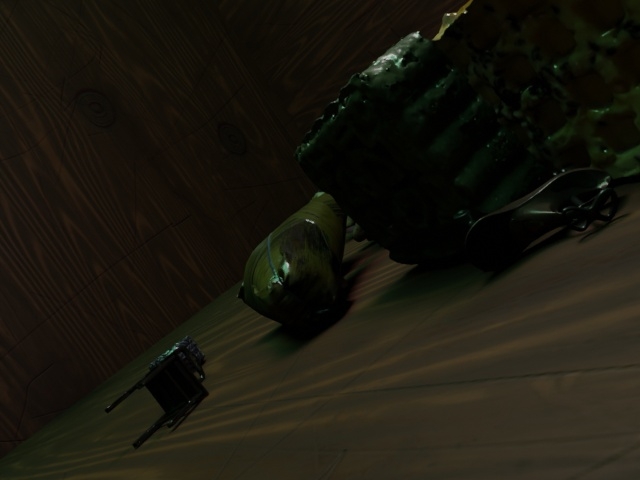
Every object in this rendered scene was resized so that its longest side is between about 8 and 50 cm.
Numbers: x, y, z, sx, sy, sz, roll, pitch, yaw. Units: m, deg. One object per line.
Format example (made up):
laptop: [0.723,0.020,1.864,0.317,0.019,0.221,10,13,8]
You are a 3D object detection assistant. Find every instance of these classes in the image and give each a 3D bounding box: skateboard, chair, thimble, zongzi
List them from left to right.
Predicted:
thimble: [-0.296,0.252,1.185,0.104,0.066,0.095,-37,3,0]
chair: [-0.223,0.218,0.910,0.101,0.084,0.212,-35,3,28]
zongzi: [0.000,0.000,0.932,0.300,0.138,0.286,-53,10,-12]
skateboard: [0.207,-0.021,0.543,0.152,0.067,0.080,-29,14,13]

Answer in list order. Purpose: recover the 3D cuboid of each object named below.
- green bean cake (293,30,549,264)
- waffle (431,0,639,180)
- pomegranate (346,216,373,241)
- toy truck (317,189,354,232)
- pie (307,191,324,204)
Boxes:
green bean cake: [0.110,-0.086,0.700,0.132,0.255,0.241,-46,9,-25]
waffle: [0.275,-0.190,0.527,0.114,0.261,0.376,-41,6,-19]
pomegranate: [0.118,-0.119,1.174,0.306,0.242,0.242,-41,0,33]
toy truck: [0.164,-0.156,1.538,0.367,0.175,0.146,-30,4,35]
pie: [-0.011,0.009,1.205,0.240,0.054,0.240,-167,90,-74]
